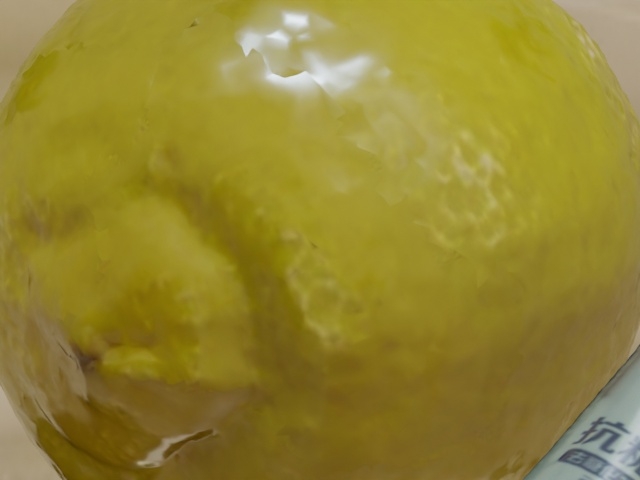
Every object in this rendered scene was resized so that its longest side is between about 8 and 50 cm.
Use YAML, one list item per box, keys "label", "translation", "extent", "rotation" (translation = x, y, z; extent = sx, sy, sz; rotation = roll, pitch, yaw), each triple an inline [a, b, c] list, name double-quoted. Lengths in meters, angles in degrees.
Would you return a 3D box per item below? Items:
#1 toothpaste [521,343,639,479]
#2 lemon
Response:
- label: "toothpaste"
  translation: [0.048, 0.087, 0.438]
  extent: [0.062, 0.239, 0.039]
  rotation: [44, -35, 13]
- label: "lemon"
  translation: [0.000, 0.000, 0.934]
  extent: [0.348, 0.348, 0.348]
  rotation: [5, -47, 6]
